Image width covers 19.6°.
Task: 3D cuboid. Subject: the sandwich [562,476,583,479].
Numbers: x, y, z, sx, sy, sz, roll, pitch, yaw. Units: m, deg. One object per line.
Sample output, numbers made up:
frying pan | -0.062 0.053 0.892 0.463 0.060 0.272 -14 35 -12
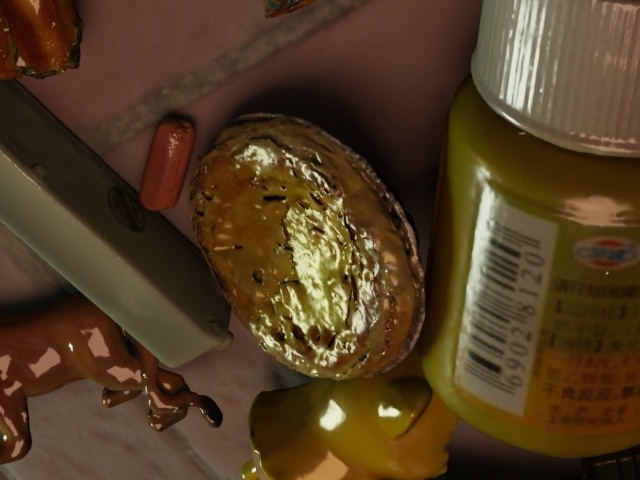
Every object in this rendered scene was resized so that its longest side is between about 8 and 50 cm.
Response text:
sandwich | 0.259 0.279 1.682 0.074 0.074 0.116 -6 126 7

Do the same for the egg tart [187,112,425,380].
egg tart | 0.000 0.000 1.444 0.234 0.094 0.234 28 133 34

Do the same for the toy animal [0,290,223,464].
toy animal | -0.249 0.101 1.565 0.312 0.097 0.157 -11 119 8

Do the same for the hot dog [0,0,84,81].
hot dog | -0.252 -0.226 1.335 0.115 0.072 0.269 -10 127 8

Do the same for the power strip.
power strip | -0.203 -0.031 1.466 0.062 0.091 0.385 -32 119 25

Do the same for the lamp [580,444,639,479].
lamp | 0.253 0.223 1.486 0.089 0.325 0.090 -10 124 8

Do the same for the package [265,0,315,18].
package | -0.016 -0.226 1.351 0.108 0.031 0.120 -21 122 16

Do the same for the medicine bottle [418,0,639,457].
medicine bottle | 0.197 -0.050 1.354 0.224 0.224 0.384 4 126 0

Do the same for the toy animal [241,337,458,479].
toy animal | 0.018 0.158 1.563 0.156 0.156 0.230 34 119 -20

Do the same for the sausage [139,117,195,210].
sausage | -0.122 -0.061 1.475 0.034 0.034 0.083 13 125 -7
